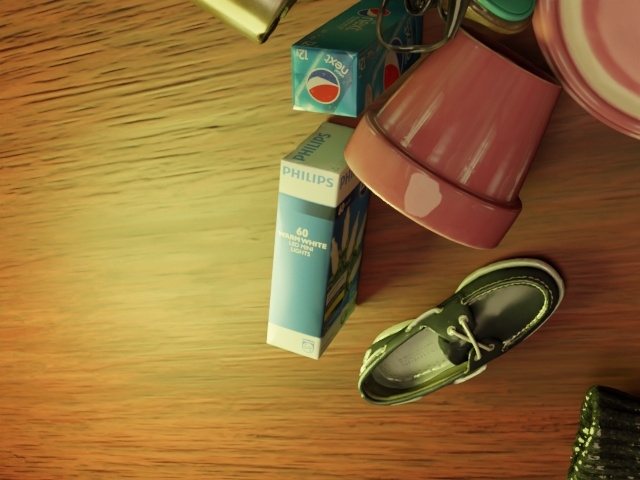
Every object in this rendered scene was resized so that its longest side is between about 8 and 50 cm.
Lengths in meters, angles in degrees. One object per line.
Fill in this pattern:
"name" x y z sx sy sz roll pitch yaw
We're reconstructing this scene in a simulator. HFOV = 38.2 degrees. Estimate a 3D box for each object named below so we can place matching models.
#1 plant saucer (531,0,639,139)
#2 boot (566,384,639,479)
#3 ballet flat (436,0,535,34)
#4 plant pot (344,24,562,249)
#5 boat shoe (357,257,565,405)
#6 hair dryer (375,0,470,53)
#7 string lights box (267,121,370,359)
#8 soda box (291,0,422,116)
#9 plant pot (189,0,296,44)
"plant saucer" 0.361 -0.236 0.879 0.332 0.084 0.332 11 121 20
"boot" 0.438 0.200 1.049 0.260 0.131 0.348 19 123 14
"ballet flat" 0.080 -0.334 0.950 0.342 0.116 0.124 48 145 -5
"plant pot" 0.152 -0.119 0.981 0.201 0.201 0.180 33 111 5
"boat shoe" 0.171 0.126 1.157 0.114 0.091 0.302 47 125 -5
"hair dryer" 0.147 -0.323 0.836 0.293 0.080 0.224 -23 99 30
"string lights box" 0.000 0.000 1.142 0.076 0.133 0.260 16 122 17
"soda box" 0.043 -0.197 0.967 0.071 0.210 0.067 10 121 20
"plant pot" -0.095 -0.313 1.010 0.165 0.167 0.167 35 126 -6
